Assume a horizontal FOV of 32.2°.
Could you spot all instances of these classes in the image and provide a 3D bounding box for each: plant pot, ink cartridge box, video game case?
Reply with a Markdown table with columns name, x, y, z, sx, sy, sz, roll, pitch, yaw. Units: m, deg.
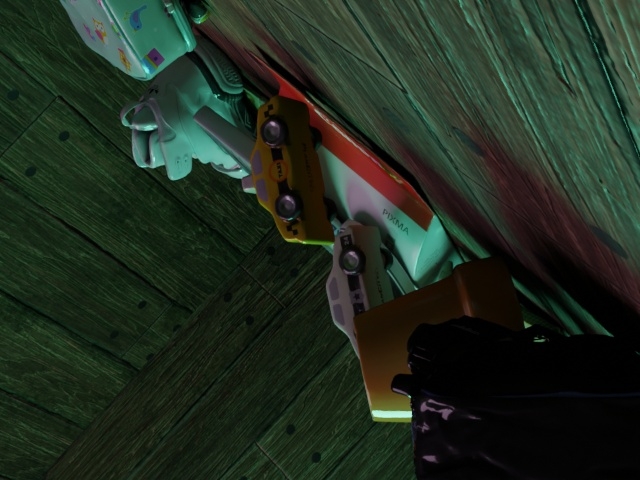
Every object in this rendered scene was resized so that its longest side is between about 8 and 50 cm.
| name | x | y | z | sx | sy | sz | roll | pitch | yaw |
| --- | --- | --- | --- | --- | --- | --- | --- | --- | --- |
| plant pot | 0.141 | 0.134 | 1.322 | 0.205 | 0.188 | 0.205 | -11 | -90 | -88 |
| ink cartridge box | 0.037 | -0.078 | 1.558 | 0.308 | 0.091 | 0.385 | 42 | 179 | 24 |
| video game case | -0.041 | -0.061 | 1.713 | 0.300 | 0.036 | 0.329 | 45 | 177 | -33 |

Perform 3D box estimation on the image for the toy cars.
| name | x | y | z | sx | sy | sz | roll | pitch | yaw |
| --- | --- | --- | --- | --- | --- | --- | --- | --- | --- |
| toy cars | 0.000 | 0.000 | 1.422 | 0.393 | 0.087 | 0.176 | 59 | -149 | -28 |

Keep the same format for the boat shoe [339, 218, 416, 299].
| name | x | y | z | sx | sy | sz | roll | pitch | yaw |
| --- | --- | --- | --- | --- | --- | --- | --- | --- | --- |
| boat shoe | 0.085 | 0.078 | 1.564 | 0.228 | 0.076 | 0.080 | 55 | 162 | -17 |

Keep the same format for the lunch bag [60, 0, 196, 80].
| name | x | y | z | sx | sy | sz | roll | pitch | yaw |
| --- | --- | --- | --- | --- | --- | --- | --- | --- | --- |
| lunch bag | -0.285 | -0.349 | 1.486 | 0.279 | 0.108 | 0.224 | 37 | 157 | 48 |

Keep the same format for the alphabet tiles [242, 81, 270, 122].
| name | x | y | z | sx | sy | sz | roll | pitch | yaw |
| --- | --- | --- | --- | --- | --- | --- | --- | --- | --- |
| alphabet tiles | -0.116 | -0.183 | 2.042 | 0.285 | 0.011 | 0.342 | 38 | 161 | 19 |

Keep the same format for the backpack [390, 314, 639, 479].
| name | x | y | z | sx | sy | sz | roll | pitch | yaw |
| --- | --- | --- | --- | --- | --- | --- | --- | --- | --- |
| backpack | 0.220 | 0.179 | 1.085 | 0.276 | 0.213 | 0.263 | 4 | -169 | 11 |

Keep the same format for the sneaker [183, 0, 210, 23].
| name | x | y | z | sx | sy | sz | roll | pitch | yaw |
| --- | --- | --- | --- | --- | --- | --- | --- | --- | --- |
| sneaker | -0.176 | -0.321 | 1.489 | 0.083 | 0.031 | 0.035 | 36 | 161 | 43 |

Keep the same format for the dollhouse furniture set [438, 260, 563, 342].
| name | x | y | z | sx | sy | sz | roll | pitch | yaw |
| --- | --- | --- | --- | --- | --- | --- | --- | --- | --- |
| dollhouse furniture set | 0.286 | 0.138 | 1.609 | 0.197 | 0.151 | 0.301 | 29 | 146 | 29 |

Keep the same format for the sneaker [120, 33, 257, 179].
| name | x | y | z | sx | sy | sz | roll | pitch | yaw |
| --- | --- | --- | --- | --- | --- | --- | --- | --- | --- |
| sneaker | -0.193 | -0.155 | 1.909 | 0.137 | 0.210 | 0.366 | 23 | 153 | 48 |
